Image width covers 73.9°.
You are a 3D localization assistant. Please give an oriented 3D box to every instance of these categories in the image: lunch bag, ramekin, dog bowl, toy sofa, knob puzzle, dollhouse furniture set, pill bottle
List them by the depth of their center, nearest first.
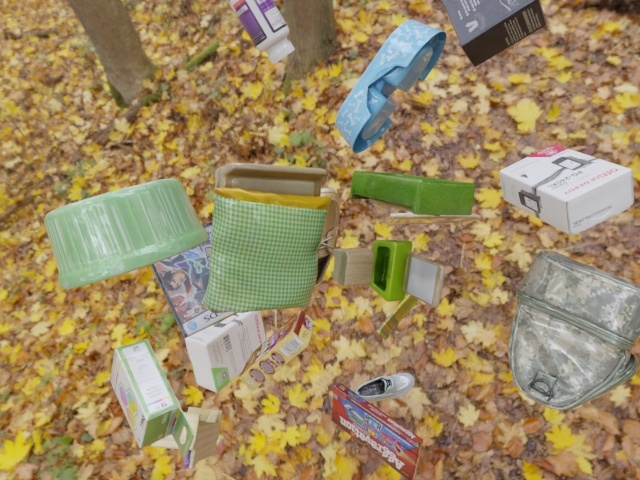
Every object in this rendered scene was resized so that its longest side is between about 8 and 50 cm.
[{"bbox_3d":[0.022,0.010,0.543,0.302,0.197,0.151,-2,15,-30],"label":"dollhouse furniture set"},{"bbox_3d":[0.485,0.178,0.818,0.213,0.305,0.255,29,101,34],"label":"lunch bag"},{"bbox_3d":[-0.403,-0.024,0.889,0.304,0.148,0.303,-17,9,3],"label":"ramekin"},{"bbox_3d":[0.239,-0.056,0.902,0.213,0.213,0.029,-1,88,3],"label":"knob puzzle"},{"bbox_3d":[0.141,-0.327,0.909,0.074,0.297,0.166,44,25,11],"label":"dog bowl"},{"bbox_3d":[-0.156,-0.602,1.191,0.108,0.193,0.108,-28,23,13],"label":"pill bottle"},{"bbox_3d":[-0.492,0.729,1.596,0.150,0.362,0.176,5,71,3],"label":"toy sofa"}]

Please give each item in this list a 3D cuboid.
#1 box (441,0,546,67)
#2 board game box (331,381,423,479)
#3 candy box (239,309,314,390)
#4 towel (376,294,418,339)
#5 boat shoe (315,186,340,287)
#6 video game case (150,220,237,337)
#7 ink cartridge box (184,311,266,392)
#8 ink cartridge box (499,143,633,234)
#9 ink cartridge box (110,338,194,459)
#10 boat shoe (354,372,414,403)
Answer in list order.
[{"bbox_3d":[0.360,-0.487,0.897,0.158,0.093,0.155,-25,64,30],"label":"box"},{"bbox_3d":[0.145,0.520,1.170,0.281,0.144,0.027,24,34,37],"label":"board game box"},{"bbox_3d":[-0.101,0.258,1.002,0.053,0.187,0.109,44,17,-7],"label":"candy box"},{"bbox_3d":[0.249,0.184,1.212,0.021,0.102,0.237,40,86,26],"label":"towel"},{"bbox_3d":[0.000,0.000,1.214,0.122,0.341,0.110,-8,49,-16],"label":"boat shoe"},{"bbox_3d":[-0.332,0.102,1.226,0.249,0.035,0.274,-26,86,-8],"label":"video game case"},{"bbox_3d":[-0.335,0.381,1.554,0.115,0.198,0.273,6,23,33],"label":"ink cartridge box"},{"bbox_3d":[0.371,-0.083,0.653,0.109,0.063,0.150,-26,30,-4],"label":"ink cartridge box"},{"bbox_3d":[-0.308,0.296,0.766,0.062,0.108,0.209,-14,52,-42],"label":"ink cartridge box"},{"bbox_3d":[0.232,0.527,1.523,0.228,0.081,0.079,-15,56,-6],"label":"boat shoe"}]
